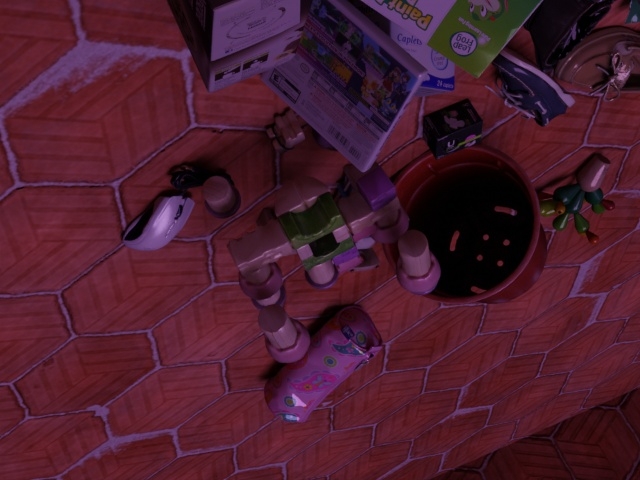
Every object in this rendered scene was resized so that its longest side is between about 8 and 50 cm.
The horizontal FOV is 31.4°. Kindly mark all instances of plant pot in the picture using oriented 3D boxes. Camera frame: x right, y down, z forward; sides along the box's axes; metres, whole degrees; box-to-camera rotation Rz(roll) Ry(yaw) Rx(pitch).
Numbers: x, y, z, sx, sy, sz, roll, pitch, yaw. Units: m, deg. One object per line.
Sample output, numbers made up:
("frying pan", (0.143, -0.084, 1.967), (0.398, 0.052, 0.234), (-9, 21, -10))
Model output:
("plant pot", (0.275, -0.006, 1.995), (0.272, 0.272, 0.265), (-35, 159, 12))

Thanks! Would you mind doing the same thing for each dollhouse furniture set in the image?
("dollhouse furniture set", (0.020, -0.030, 1.846), (0.183, 0.129, 0.129), (-8, 145, -32))

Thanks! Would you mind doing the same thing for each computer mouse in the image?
("computer mouse", (-0.222, -0.037, 1.715), (0.193, 0.042, 0.106), (-44, 148, 27))

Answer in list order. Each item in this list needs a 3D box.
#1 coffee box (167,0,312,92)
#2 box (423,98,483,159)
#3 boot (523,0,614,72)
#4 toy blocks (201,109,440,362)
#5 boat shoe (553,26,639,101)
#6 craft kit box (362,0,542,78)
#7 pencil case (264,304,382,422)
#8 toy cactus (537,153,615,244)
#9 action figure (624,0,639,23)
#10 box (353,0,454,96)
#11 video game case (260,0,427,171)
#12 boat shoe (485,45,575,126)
("coffee box", (-0.095, -0.285, 1.188), (0.118, 0.168, 0.297), (-24, 176, -9))
("box", (0.214, -0.180, 1.851), (0.083, 0.052, 0.062), (-22, 151, -8))
("boot", (0.305, -0.373, 1.435), (0.091, 0.229, 0.263), (-10, 146, -30))
("toy blocks", (0.000, 0.000, 1.714), (0.288, 0.309, 0.260), (-28, 158, -1))
("boat shoe", (0.515, -0.290, 1.892), (0.285, 0.089, 0.105), (-11, 147, -28))
("craft kit box", (0.165, -0.359, 1.374), (0.249, 0.061, 0.247), (31, 128, -11))
("pencil case", (0.006, 0.254, 2.300), (0.124, 0.124, 0.284), (7, 137, -46))
("toy cactus", (0.507, -0.083, 2.227), (0.218, 0.112, 0.181), (5, 128, -32))
("action figure", (0.600, -0.409, 1.812), (0.232, 0.063, 0.137), (-15, 146, -29))
("box", (0.112, -0.268, 1.524), (0.126, 0.137, 0.072), (1, 178, -41))
("video game case", (0.025, -0.216, 1.488), (0.023, 0.201, 0.183), (-33, 162, -44))
("boat shoe", (0.326, -0.242, 1.813), (0.079, 0.095, 0.254), (-49, 156, 14))
